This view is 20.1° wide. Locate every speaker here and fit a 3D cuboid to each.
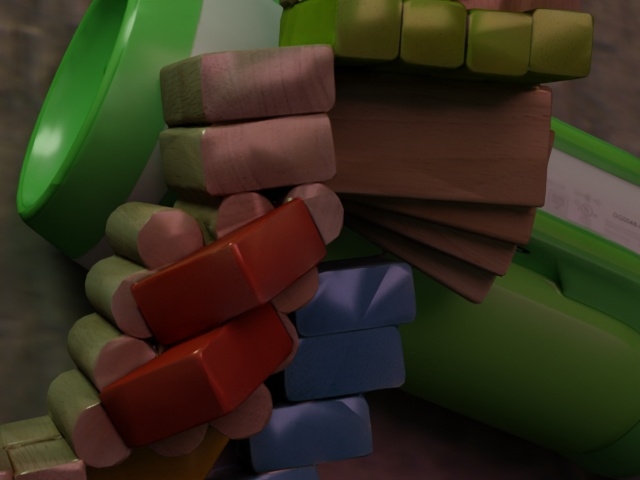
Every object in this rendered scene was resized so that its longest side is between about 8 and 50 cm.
[{"bbox_3d":[0.039,-0.002,0.711,0.297,0.131,0.131,23,52,-19],"label":"speaker"}]

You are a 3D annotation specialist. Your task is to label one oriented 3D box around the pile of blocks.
[{"bbox_3d":[0.000,0.000,0.570,0.149,0.112,0.362,28,87,-13],"label":"pile of blocks"}]
